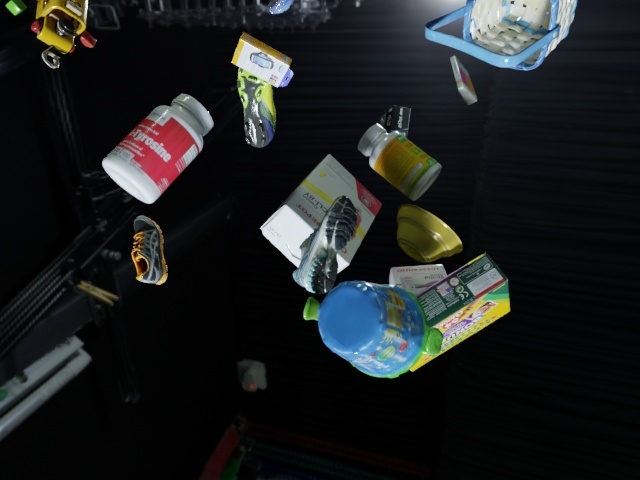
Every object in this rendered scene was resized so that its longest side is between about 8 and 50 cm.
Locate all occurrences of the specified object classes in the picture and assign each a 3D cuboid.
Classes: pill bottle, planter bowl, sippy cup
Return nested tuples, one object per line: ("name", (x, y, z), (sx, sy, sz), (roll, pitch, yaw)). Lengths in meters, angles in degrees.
("pill bottle", (0.240, -0.250, 1.381), (0.136, 0.245, 0.136), (-44, -15, -15))
("planter bowl", (0.285, 0.000, 1.262), (0.090, 0.217, 0.217), (-51, -23, -11))
("pill bottle", (-0.603, -0.360, 1.697), (0.408, 0.229, 0.229), (-55, -25, -20))
("sippy cup", (0.113, 0.198, 1.049), (0.224, 0.305, 0.240), (33, -145, -56))

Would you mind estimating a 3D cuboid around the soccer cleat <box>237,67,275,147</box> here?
("soccer cleat", (-0.173, -0.408, 1.256), (0.121, 0.093, 0.289), (-69, -13, -52))

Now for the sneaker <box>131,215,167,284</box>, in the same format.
("sneaker", (-0.515, 0.026, 1.308), (0.083, 0.084, 0.215), (2, -115, -59))

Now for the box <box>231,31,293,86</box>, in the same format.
("box", (-0.128, -0.407, 1.014), (0.081, 0.136, 0.028), (-35, 37, 59))

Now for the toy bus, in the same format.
("toy bus", (-0.648, -0.568, 1.120), (0.202, 0.104, 0.191), (61, -151, -21))

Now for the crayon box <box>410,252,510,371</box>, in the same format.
("crayon box", (0.360, 0.223, 1.277), (0.106, 0.363, 0.313), (61, -171, 33))

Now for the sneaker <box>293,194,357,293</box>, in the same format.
("sneaker", (0.000, 0.000, 1.220), (0.110, 0.122, 0.283), (34, -106, -41))

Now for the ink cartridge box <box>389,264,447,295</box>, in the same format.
("ink cartridge box", (0.370, 0.215, 1.597), (0.283, 0.207, 0.117), (-95, 1, -57))

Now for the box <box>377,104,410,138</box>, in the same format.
("box", (0.301, -0.473, 1.870), (0.180, 0.077, 0.148), (-157, 73, -77))

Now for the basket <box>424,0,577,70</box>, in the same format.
("basket", (0.422, -0.494, 1.010), (0.289, 0.255, 0.201), (-29, -39, -19))

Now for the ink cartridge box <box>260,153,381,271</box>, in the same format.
("ink cartridge box", (0.017, -0.081, 1.519), (0.160, 0.279, 0.385), (-40, 11, 41))

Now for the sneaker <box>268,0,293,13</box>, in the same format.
("sneaker", (-0.115, -0.852, 1.451), (0.087, 0.083, 0.221), (8, -49, -43))

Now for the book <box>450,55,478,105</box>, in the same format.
("book", (0.477, -0.538, 1.486), (0.096, 0.035, 0.144), (27, -130, -43))

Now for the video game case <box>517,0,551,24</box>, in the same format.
("video game case", (0.708, -0.764, 1.272), (0.244, 0.061, 0.269), (-52, -1, 1))
